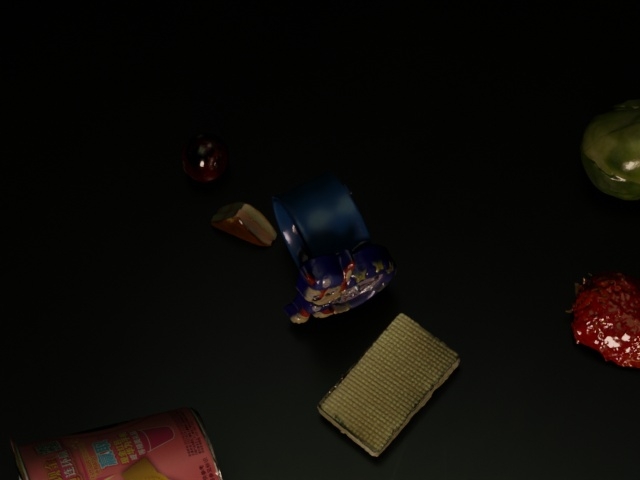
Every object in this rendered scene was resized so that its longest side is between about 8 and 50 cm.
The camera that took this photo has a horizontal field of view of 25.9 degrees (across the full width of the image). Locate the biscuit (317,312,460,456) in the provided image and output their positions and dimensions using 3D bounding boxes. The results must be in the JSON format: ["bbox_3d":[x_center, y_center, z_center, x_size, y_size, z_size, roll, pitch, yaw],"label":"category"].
[{"bbox_3d":[0.100,0.210,2.034,0.121,0.041,0.199,37,69,21],"label":"biscuit"}]

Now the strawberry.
[{"bbox_3d":[0.450,0.119,2.047,0.146,0.082,0.187,-42,69,-12],"label":"strawberry"}]

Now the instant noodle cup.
[{"bbox_3d":[-0.269,0.340,1.893,0.255,0.244,0.244,-18,59,-14],"label":"instant noodle cup"}]

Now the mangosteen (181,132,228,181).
[{"bbox_3d":[-0.190,-0.136,2.247,0.081,0.081,0.081,-2,59,3],"label":"mangosteen"}]

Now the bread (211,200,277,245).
[{"bbox_3d":[-0.121,-0.032,2.189,0.109,0.062,0.043,23,62,14],"label":"bread"}]

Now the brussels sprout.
[{"bbox_3d":[0.498,-0.137,2.166,0.183,0.131,0.145,-8,37,1],"label":"brussels sprout"}]

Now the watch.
[{"bbox_3d":[0.005,0.001,2.085,0.171,0.196,0.200,-20,66,-19],"label":"watch"}]
